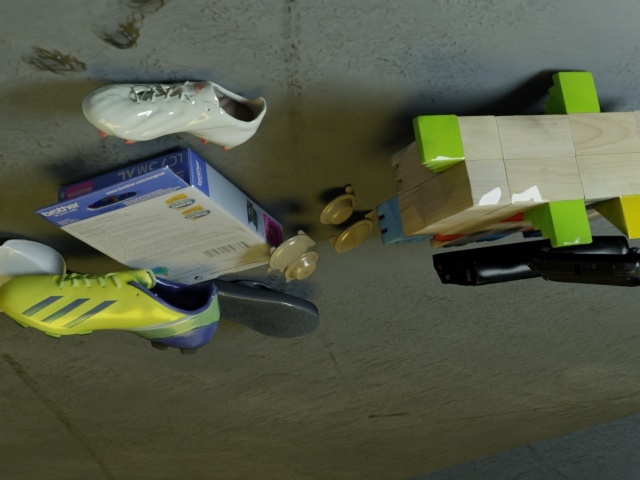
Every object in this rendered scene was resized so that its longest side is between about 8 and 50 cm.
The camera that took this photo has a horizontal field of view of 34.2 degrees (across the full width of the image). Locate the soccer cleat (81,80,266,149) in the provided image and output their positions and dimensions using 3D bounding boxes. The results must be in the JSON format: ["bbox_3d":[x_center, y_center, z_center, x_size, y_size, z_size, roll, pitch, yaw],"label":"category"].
[{"bbox_3d":[-0.148,-0.138,1.070,0.196,0.068,0.076,3,149,-37],"label":"soccer cleat"}]

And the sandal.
[{"bbox_3d":[-0.110,0.088,1.591,0.254,0.054,0.097,18,139,-26],"label":"sandal"}]

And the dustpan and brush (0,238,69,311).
[{"bbox_3d":[-0.386,0.056,1.442,0.211,0.060,0.147,23,130,-37],"label":"dustpan and brush"}]

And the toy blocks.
[{"bbox_3d":[0.218,-0.063,1.225,0.381,0.190,0.261,-5,170,-27],"label":"toy blocks"}]

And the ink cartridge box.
[{"bbox_3d":[-0.190,-0.026,1.296,0.186,0.065,0.311,-16,157,18],"label":"ink cartridge box"}]

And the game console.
[{"bbox_3d":[0.294,0.022,1.188,0.213,0.044,0.361,-7,-177,-20],"label":"game console"}]

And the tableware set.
[{"bbox_3d":[0.000,0.000,1.383,0.169,0.020,0.141,-35,155,-6],"label":"tableware set"}]

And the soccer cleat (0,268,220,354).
[{"bbox_3d":[-0.273,0.072,1.363,0.289,0.093,0.121,10,128,-12],"label":"soccer cleat"}]
